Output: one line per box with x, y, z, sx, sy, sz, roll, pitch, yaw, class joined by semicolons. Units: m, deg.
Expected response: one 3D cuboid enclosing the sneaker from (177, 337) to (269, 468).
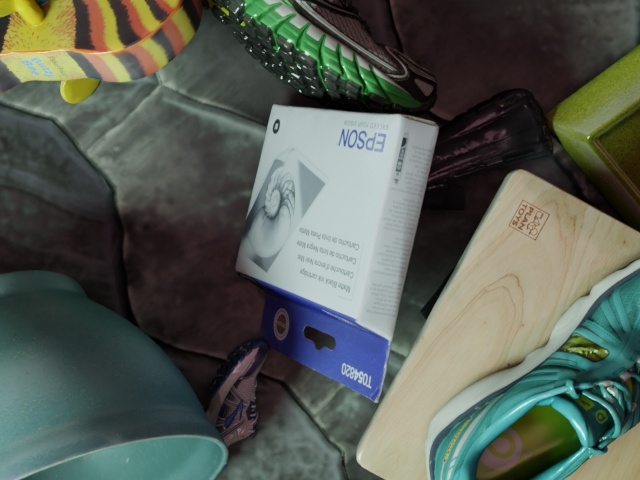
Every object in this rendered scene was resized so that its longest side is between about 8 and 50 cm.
-0.079;0.153;1.018;0.058;0.052;0.135;30;100;-12;sneaker

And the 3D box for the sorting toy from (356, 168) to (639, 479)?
0.197;0.113;0.875;0.255;0.089;0.257;28;94;-3;sorting toy

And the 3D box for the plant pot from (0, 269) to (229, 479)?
-0.249;0.149;0.914;0.293;0.293;0.196;-28;67;0;plant pot

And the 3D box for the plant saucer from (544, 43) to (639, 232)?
0.325;-0.086;0.965;0.188;0.045;0.188;-37;101;25;plant saucer

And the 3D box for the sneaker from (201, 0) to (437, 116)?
-0.024;-0.235;0.953;0.343;0.134;0.146;42;85;-6;sneaker

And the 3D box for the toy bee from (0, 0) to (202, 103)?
-0.256;-0.170;0.937;0.298;0.195;0.162;5;72;34;toy bee

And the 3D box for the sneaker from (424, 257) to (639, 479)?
0.197;0.110;0.774;0.275;0.110;0.107;-39;94;2;sneaker

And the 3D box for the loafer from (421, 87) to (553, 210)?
0.105;-0.058;0.991;0.223;0.076;0.078;-27;96;2;loafer

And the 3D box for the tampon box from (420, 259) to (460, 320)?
0.186;0.079;0.978;0.161;0.120;0.101;37;92;-3;tampon box

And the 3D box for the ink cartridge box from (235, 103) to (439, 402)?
0.000;0.000;0.926;0.045;0.223;0.224;10;93;-30;ink cartridge box
